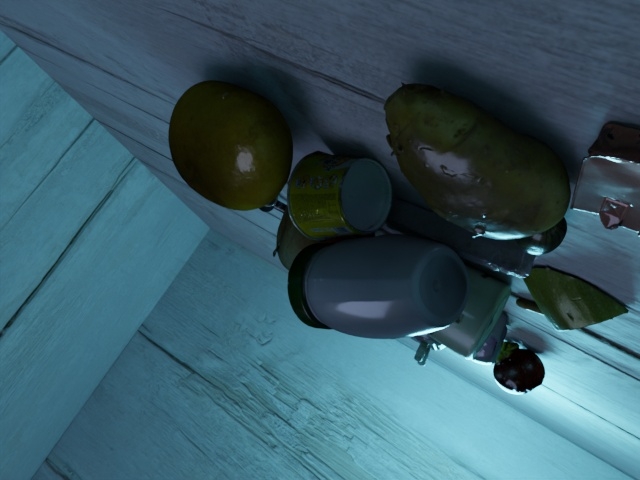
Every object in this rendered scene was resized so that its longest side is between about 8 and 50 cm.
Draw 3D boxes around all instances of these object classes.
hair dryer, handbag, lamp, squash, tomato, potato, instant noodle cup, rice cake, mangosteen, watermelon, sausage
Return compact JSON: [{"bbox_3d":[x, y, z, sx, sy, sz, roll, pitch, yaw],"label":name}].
[{"bbox_3d":[-0.111,-0.096,1.729,0.255,0.070,0.128,30,169,-7],"label":"hair dryer"},{"bbox_3d":[0.417,-0.047,0.570,0.212,0.059,0.157,28,166,30],"label":"handbag"},{"bbox_3d":[0.396,0.285,1.497,0.300,0.248,0.247,18,164,28],"label":"lamp"},{"bbox_3d":[0.497,0.138,1.020,0.184,0.085,0.192,31,166,6],"label":"squash"},{"bbox_3d":[0.000,0.000,1.383,0.303,0.239,0.303,32,172,5],"label":"tomato"},{"bbox_3d":[0.208,-0.106,0.691,0.296,0.141,0.191,38,166,-10],"label":"potato"},{"bbox_3d":[0.046,-0.092,1.041,0.152,0.205,0.205,6,151,51],"label":"instant noodle cup"},{"bbox_3d":[0.276,-0.010,1.038,0.364,0.073,0.056,24,168,37],"label":"rice cake"},{"bbox_3d":[0.636,0.412,1.596,0.180,0.166,0.166,55,174,18],"label":"mangosteen"},{"bbox_3d":[0.357,-0.018,0.793,0.078,0.078,0.111,29,166,17],"label":"watermelon"},{"bbox_3d":[0.534,0.167,1.180,0.132,0.024,0.024,16,159,51],"label":"sausage"}]

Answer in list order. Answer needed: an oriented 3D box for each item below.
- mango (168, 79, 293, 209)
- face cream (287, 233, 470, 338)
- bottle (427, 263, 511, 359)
[{"bbox_3d":[-0.191,-0.213,1.070,0.445,0.220,0.302,-1,115,61],"label":"mango"},{"bbox_3d":[0.116,0.100,1.066,0.312,0.220,0.356,0,175,-44],"label":"face cream"},{"bbox_3d":[0.280,0.136,1.260,0.351,0.229,0.229,28,167,27],"label":"bottle"}]
